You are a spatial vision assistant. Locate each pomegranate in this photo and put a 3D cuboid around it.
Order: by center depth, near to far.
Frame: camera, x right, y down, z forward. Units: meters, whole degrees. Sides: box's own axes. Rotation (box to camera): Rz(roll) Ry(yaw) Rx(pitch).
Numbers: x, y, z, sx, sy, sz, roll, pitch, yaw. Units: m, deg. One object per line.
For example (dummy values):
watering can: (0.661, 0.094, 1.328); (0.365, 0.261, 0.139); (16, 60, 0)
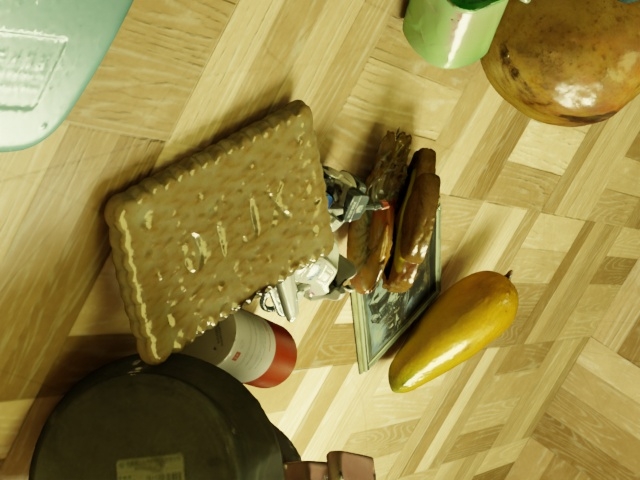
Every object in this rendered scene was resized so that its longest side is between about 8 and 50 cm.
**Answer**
pomegranate: (0.365, -0.298, 1.822); (0.281, 0.281, 0.281); (-42, 152, -28)

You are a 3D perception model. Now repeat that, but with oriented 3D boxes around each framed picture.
framed picture: (0.137, 0.084, 2.158); (0.232, 0.019, 0.296); (-46, 154, -21)

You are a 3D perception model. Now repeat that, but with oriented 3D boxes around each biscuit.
biscuit: (-0.109, -0.015, 1.486); (0.325, 0.044, 0.217); (-34, 124, -38)
biscuit: (0.124, -0.030, 1.848); (0.290, 0.041, 0.208); (135, -33, -81)

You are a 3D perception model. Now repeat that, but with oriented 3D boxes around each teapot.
teapot: (-0.132, 0.296, 1.558); (0.362, 0.376, 0.305); (45, 38, -74)

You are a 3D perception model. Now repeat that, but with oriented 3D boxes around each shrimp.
shrimp: (0.080, -0.038, 1.798); (0.068, 0.150, 0.248); (5, 112, -16)

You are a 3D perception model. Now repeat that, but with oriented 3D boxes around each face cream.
face cream: (-0.111, 0.137, 1.676); (0.096, 0.096, 0.214); (-56, 156, 1)

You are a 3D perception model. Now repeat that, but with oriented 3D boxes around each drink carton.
drink carton: (0.172, -0.305, 1.609); (0.146, 0.144, 0.142); (-26, 156, -25)

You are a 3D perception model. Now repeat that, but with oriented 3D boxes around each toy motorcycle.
toy motorcycle: (0.000, 0.000, 1.713); (0.150, 0.102, 0.221); (-6, 127, -44)

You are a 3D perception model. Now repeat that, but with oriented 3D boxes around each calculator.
calculator: (-0.238, -0.223, 1.053); (0.256, 0.054, 0.386); (-7, 130, -60)

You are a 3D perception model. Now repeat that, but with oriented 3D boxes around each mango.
mango: (0.237, 0.160, 2.282); (0.317, 0.119, 0.176); (-42, -167, -11)

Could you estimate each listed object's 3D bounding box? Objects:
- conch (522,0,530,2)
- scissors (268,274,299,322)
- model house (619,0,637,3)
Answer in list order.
conch: (0.244, -0.393, 1.666); (0.234, 0.137, 0.114); (106, 3, -51)
scissors: (-0.059, 0.023, 1.630); (0.101, 0.027, 0.204); (-26, 127, -19)
model house: (0.249, -0.434, 1.272); (0.339, 0.297, 0.360); (-6, 124, -53)
